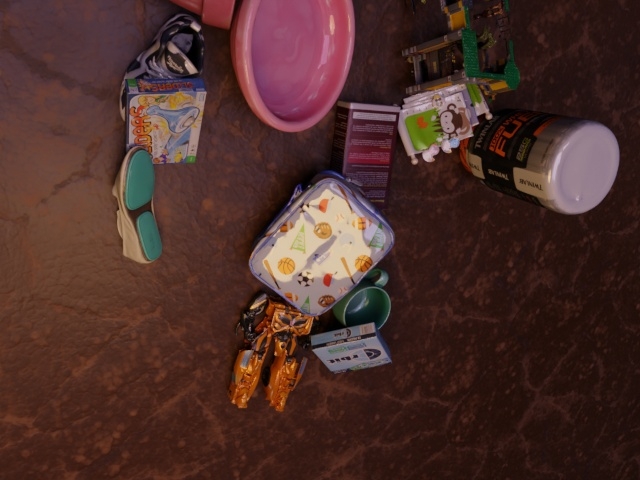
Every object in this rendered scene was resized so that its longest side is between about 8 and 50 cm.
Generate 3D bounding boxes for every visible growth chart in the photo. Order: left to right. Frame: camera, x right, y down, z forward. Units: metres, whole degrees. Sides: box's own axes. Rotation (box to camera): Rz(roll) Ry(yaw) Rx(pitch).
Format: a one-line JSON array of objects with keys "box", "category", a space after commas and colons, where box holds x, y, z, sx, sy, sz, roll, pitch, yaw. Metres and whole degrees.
[{"box": [0.285, -0.293, 1.347, 0.237, 0.021, 0.172, -29, 90, -4], "category": "growth chart"}]

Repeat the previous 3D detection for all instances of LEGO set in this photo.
[{"box": [0.292, -0.458, 1.277, 0.255, 0.192, 0.331, -21, 103, -38], "category": "LEGO set"}]

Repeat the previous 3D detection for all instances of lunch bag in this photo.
[{"box": [0.000, 0.000, 1.258, 0.243, 0.115, 0.303, 41, 105, -12], "category": "lunch bag"}]

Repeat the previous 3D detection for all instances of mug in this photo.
[{"box": [0.105, 0.150, 1.421, 0.158, 0.097, 0.129, -31, 118, -13], "category": "mug"}]

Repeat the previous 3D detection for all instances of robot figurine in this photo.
[{"box": [-0.107, 0.258, 1.366, 0.211, 0.085, 0.291, 13, 102, -29], "category": "robot figurine"}]

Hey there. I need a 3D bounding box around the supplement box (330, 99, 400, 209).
[{"box": [0.096, -0.192, 1.310, 0.130, 0.073, 0.239, -1, 108, -24], "category": "supplement box"}]

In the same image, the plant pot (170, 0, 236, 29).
[{"box": [-0.225, -0.491, 0.996, 0.180, 0.201, 0.201, 11, 103, -13], "category": "plant pot"}]

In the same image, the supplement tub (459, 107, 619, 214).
[{"box": [0.492, -0.197, 1.342, 0.207, 0.338, 0.207, -8, 111, -22], "category": "supplement tub"}]

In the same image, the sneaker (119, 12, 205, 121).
[{"box": [-0.284, -0.306, 1.044, 0.094, 0.153, 0.235, 38, 89, -29], "category": "sneaker"}]

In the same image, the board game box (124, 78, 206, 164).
[{"box": [-0.294, -0.216, 1.070, 0.136, 0.035, 0.201, -7, 152, -22], "category": "board game box"}]

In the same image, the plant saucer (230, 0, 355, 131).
[{"box": [-0.057, -0.380, 1.103, 0.332, 0.084, 0.332, -33, 133, -44], "category": "plant saucer"}]

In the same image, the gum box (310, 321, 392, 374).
[{"box": [0.079, 0.267, 1.401, 0.157, 0.041, 0.184, -14, 145, 12], "category": "gum box"}]

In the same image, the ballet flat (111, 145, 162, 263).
[{"box": [-0.370, -0.069, 1.126, 0.086, 0.086, 0.248, -9, 118, -22], "category": "ballet flat"}]
